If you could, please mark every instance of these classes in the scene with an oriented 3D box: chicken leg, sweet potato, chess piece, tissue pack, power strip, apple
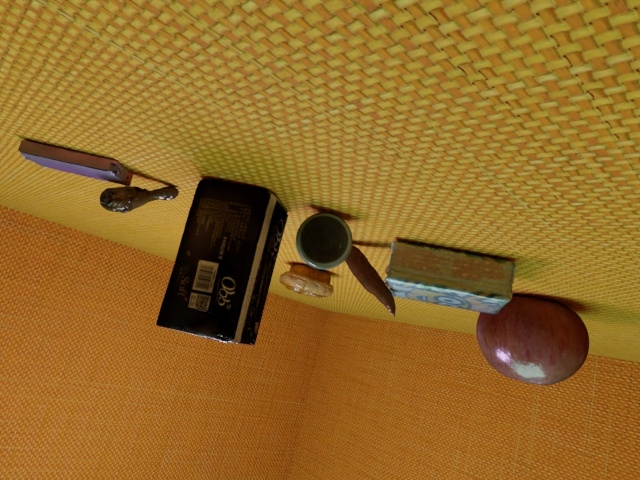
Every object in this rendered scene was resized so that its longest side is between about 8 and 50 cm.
[{"bbox_3d":[-0.475,-0.113,1.189,0.197,0.069,0.085,-10,-175,-20],"label":"chicken leg"},{"bbox_3d":[0.130,0.096,1.291,0.072,0.066,0.314,27,-160,-53],"label":"sweet potato"},{"bbox_3d":[0.000,0.000,1.194,0.139,0.139,0.271,15,179,-5],"label":"chess piece"},{"bbox_3d":[-0.227,0.061,1.089,0.209,0.370,0.198,13,169,7],"label":"tissue pack"},{"bbox_3d":[-0.627,-0.198,1.160,0.278,0.038,0.109,13,168,4],"label":"power strip"},{"bbox_3d":[0.689,0.331,1.486,0.344,0.270,0.345,12,167,3],"label":"apple"},{"bbox_3d":[0.343,0.106,1.220,0.310,0.128,0.228,9,166,16],"label":"tissue pack"}]

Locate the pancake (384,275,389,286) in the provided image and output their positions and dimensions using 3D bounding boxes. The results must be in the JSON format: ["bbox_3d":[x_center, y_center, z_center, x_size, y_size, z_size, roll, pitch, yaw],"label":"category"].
[{"bbox_3d":[0.338,0.142,1.518,0.253,0.037,0.253,7,161,3],"label":"pancake"}]

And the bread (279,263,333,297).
[{"bbox_3d":[-0.057,0.181,1.994,0.236,0.120,0.198,19,168,-24],"label":"bread"}]

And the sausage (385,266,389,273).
[{"bbox_3d":[0.266,0.119,1.575,0.031,0.031,0.107,3,163,41],"label":"sausage"}]
